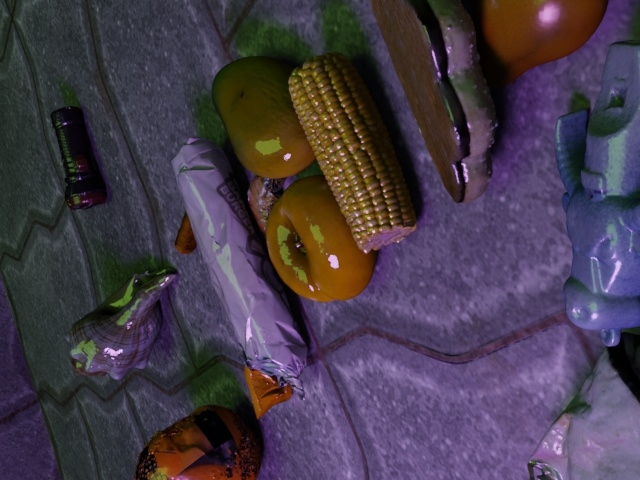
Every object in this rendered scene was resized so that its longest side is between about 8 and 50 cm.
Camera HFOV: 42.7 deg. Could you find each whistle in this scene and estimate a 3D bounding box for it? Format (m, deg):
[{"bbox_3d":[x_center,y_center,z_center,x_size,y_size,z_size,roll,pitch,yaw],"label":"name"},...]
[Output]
[{"bbox_3d":[0.256,-0.035,0.696,0.180,0.093,0.268,-126,30,-72],"label":"whistle"}]

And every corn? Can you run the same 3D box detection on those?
[{"bbox_3d":[0.041,-0.109,0.986,0.093,0.093,0.244,-30,82,56],"label":"corn"}]

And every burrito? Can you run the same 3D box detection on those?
[{"bbox_3d":[0.278,0.210,0.777,0.228,0.089,0.143,109,148,-41],"label":"burrito"},{"bbox_3d":[-0.126,0.051,1.295,0.445,0.101,0.139,66,155,10],"label":"burrito"}]

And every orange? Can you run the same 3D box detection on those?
[{"bbox_3d":[-0.217,0.409,1.467,0.182,0.234,0.234,43,139,15],"label":"orange"}]

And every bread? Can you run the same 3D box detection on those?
[{"bbox_3d":[0.113,-0.180,0.810,0.207,0.056,0.286,105,144,-85],"label":"bread"}]

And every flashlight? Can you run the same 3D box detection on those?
[{"bbox_3d":[-0.549,-0.188,1.846,0.093,0.093,0.231,-17,86,57],"label":"flashlight"}]

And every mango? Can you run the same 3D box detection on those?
[{"bbox_3d":[0.189,-0.202,0.736,0.102,0.085,0.184,63,164,6],"label":"mango"},{"bbox_3d":[-0.073,-0.179,1.111,0.137,0.091,0.237,-40,54,17],"label":"mango"}]

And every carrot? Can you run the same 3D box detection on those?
[{"bbox_3d":[-0.227,-0.035,1.470,0.042,0.042,0.170,57,140,25],"label":"carrot"}]

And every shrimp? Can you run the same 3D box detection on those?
[{"bbox_3d":[-0.051,-0.048,1.201,0.147,0.035,0.195,66,150,15],"label":"shrimp"}]

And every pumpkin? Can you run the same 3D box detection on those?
[{"bbox_3d":[-0.084,0.232,1.338,0.035,0.073,0.101,-15,94,61],"label":"pumpkin"}]

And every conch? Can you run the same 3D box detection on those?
[{"bbox_3d":[-0.408,0.182,1.743,0.386,0.169,0.203,-33,42,17],"label":"conch"}]

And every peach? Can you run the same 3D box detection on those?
[{"bbox_3d":[0.000,0.000,1.085,0.179,0.103,0.179,33,133,43],"label":"peach"}]
